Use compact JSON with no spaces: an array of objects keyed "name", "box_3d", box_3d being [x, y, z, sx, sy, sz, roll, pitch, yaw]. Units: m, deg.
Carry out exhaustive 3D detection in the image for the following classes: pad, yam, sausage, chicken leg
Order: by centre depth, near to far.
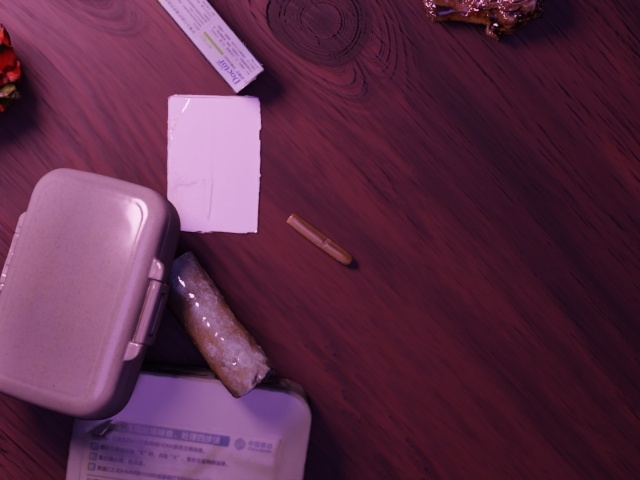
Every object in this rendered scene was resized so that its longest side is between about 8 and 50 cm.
[{"name":"yam","box_3d":[-0.174,0.138,1.855,0.093,0.093,0.259,-38,76,0]},{"name":"chicken leg","box_3d":[0.276,-0.387,1.898,0.196,0.080,0.125,-22,87,5]},{"name":"pad","box_3d":[-0.178,-0.127,1.915,0.156,0.004,0.232,0,96,-6]},{"name":"sausage","box_3d":[0.000,0.000,1.935,0.132,0.024,0.024,37,92,-6]}]

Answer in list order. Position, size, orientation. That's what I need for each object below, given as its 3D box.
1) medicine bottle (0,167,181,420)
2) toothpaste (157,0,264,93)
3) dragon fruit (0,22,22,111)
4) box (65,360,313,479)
[{"name":"medicine bottle","box_3d":[-0.376,0.083,1.811,0.282,0.123,0.375,14,83,21]},{"name":"toothpaste","box_3d":[-0.221,-0.384,1.845,0.067,0.081,0.336,-40,98,1]},{"name":"dragon fruit","box_3d":[-0.590,-0.273,1.773,0.274,0.193,0.192,21,123,-7]},{"name":"box","box_3d":[-0.227,0.408,1.917,0.395,0.111,0.397,9,95,-6]}]
